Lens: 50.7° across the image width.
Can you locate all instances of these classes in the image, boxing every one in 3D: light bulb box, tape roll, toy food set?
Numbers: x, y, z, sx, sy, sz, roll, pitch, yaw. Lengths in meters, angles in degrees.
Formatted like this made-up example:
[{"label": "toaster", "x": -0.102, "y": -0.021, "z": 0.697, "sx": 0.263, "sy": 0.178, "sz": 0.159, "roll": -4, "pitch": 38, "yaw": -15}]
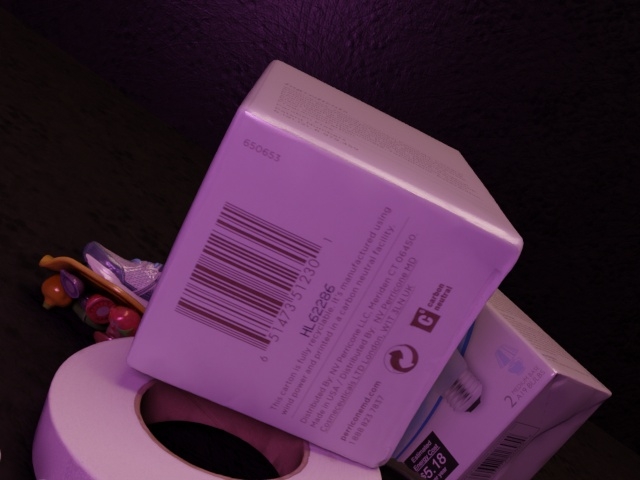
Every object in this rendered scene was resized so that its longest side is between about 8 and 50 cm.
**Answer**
[{"label": "light bulb box", "x": 0.204, "y": 0.244, "z": 1.145, "sx": 0.225, "sy": 0.358, "sz": 0.361, "roll": 27, "pitch": 16, "yaw": -44}, {"label": "tape roll", "x": -0.117, "y": 0.235, "z": 0.769, "sx": 0.392, "sy": 0.072, "sz": 0.392, "roll": 22, "pitch": 12, "yaw": -5}, {"label": "toy food set", "x": -0.300, "y": 0.101, "z": 0.918, "sx": 0.218, "sy": 0.071, "sz": 0.128, "roll": 29, "pitch": -25, "yaw": 7}]

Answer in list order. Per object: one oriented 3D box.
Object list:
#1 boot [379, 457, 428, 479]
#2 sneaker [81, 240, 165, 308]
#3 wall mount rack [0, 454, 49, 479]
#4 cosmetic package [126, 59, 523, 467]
[{"label": "boot", "x": 0.080, "y": 0.402, "z": 0.796, "sx": 0.348, "sy": 0.131, "sz": 0.260, "roll": 30, "pitch": 21, "yaw": 34}, {"label": "sneaker", "x": -0.235, "y": 0.073, "z": 1.055, "sx": 0.283, "sy": 0.122, "sz": 0.110, "roll": 37, "pitch": -10, "yaw": -18}, {"label": "wall mount rack", "x": -0.308, "y": 0.114, "z": 0.374, "sx": 0.304, "sy": 0.130, "sz": 0.350, "roll": 39, "pitch": -25, "yaw": -30}, {"label": "cosmetic package", "x": 0.000, "y": 0.000, "z": 0.884, "sx": 0.328, "sy": 0.329, "sz": 0.393, "roll": 24, "pitch": 20, "yaw": -8}]
